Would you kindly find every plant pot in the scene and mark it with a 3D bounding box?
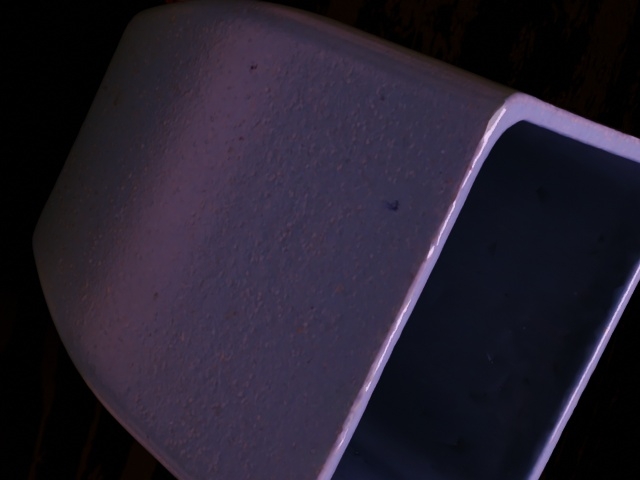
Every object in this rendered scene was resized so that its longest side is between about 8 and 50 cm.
[{"bbox_3d":[0.000,0.000,1.034,0.247,0.252,0.247,11,108,-59],"label":"plant pot"}]

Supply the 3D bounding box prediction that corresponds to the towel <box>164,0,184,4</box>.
[{"bbox_3d":[-0.009,-0.266,1.065,0.199,0.031,0.274,-18,125,-53],"label":"towel"}]
